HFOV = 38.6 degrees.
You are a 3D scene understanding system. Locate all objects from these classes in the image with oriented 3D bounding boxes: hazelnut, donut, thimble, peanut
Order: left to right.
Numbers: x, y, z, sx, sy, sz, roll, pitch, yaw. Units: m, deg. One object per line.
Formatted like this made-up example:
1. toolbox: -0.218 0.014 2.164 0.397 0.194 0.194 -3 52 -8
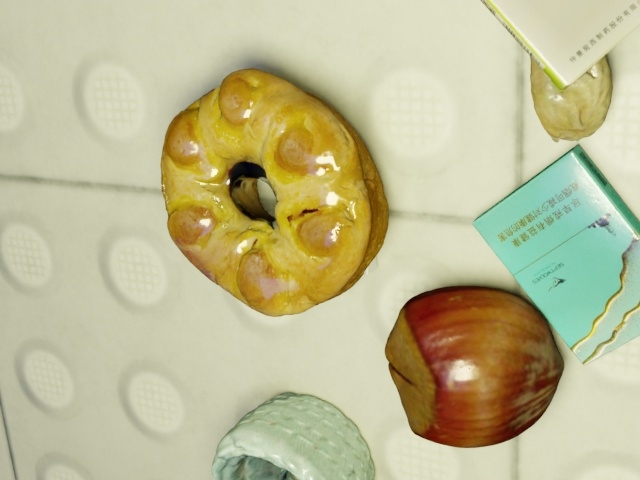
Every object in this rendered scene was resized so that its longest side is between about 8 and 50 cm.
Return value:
1. donut: -0.064 -0.060 1.189 0.299 0.150 0.317 -16 87 27
2. thimble: -0.036 0.359 1.357 0.205 0.172 0.250 -41 86 32
3. hazelnut: 0.195 0.158 1.166 0.181 0.181 0.212 23 124 54
4. peanut: 0.274 -0.213 1.020 0.100 0.099 0.214 -4 101 30

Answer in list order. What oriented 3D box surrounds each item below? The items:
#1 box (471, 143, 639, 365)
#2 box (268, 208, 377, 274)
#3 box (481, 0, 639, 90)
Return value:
1. box: 0.316 0.022 1.111 0.162 0.041 0.229 -40 88 34
2. box: 0.000 0.000 1.274 0.154 0.040 0.084 2 109 27
3. box: 0.289 -0.303 0.927 0.260 0.062 0.175 -41 87 8
